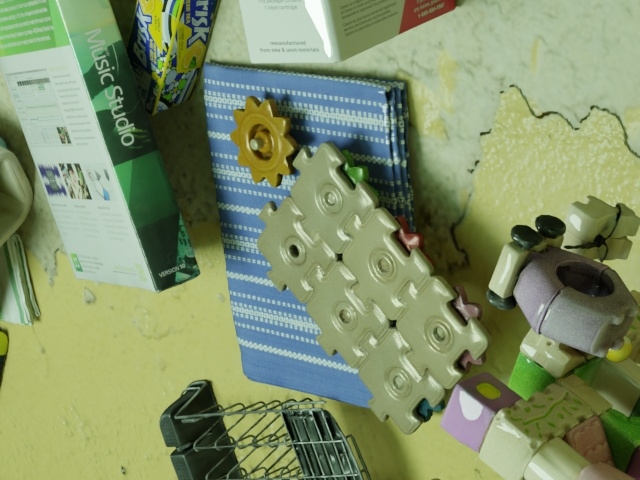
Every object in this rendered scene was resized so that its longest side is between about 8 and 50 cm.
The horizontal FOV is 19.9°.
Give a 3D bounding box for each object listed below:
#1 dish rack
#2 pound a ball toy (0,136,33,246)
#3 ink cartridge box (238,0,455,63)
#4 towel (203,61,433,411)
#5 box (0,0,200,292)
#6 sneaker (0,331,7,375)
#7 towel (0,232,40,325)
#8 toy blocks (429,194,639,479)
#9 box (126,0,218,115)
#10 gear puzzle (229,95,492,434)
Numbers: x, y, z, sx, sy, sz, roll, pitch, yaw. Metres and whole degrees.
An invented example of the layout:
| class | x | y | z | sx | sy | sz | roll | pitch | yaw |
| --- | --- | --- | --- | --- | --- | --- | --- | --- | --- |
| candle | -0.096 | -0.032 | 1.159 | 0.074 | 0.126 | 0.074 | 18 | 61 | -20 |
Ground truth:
| class | x | y | z | sx | sy | sz | roll | pitch | yaw |
| --- | --- | --- | --- | --- | --- | --- | --- | --- | --- |
| dish rack | -0.040 | 0.246 | 1.853 | 0.271 | 0.074 | 0.208 | -8 | 107 | 44 |
| pound a ball toy | -0.465 | -0.091 | 2.038 | 0.319 | 0.135 | 0.208 | 29 | 157 | 23 |
| ink cartridge box | 0.009 | -0.280 | 1.485 | 0.100 | 0.172 | 0.237 | 4 | 113 | 39 |
| towel | 0.000 | 0.000 | 1.734 | 0.243 | 0.040 | 0.336 | 10 | 114 | 39 |
| box | -0.233 | -0.111 | 1.805 | 0.232 | 0.058 | 0.322 | 6 | 117 | 62 |
| sneaker | -0.409 | 0.152 | 2.142 | 0.059 | 0.053 | 0.144 | 34 | 121 | 23 |
| towel | -0.385 | 0.036 | 2.088 | 0.152 | 0.023 | 0.113 | 6 | 112 | 41 |
| toy blocks | 0.270 | 0.149 | 1.396 | 0.260 | 0.289 | 0.309 | 38 | 129 | 29 |
| box | -0.140 | -0.206 | 1.727 | 0.054 | 0.059 | 0.169 | 38 | 131 | 23 |
| gear puzzle | 0.023 | 0.007 | 1.663 | 0.339 | 0.044 | 0.175 | 51 | 136 | 17 |
